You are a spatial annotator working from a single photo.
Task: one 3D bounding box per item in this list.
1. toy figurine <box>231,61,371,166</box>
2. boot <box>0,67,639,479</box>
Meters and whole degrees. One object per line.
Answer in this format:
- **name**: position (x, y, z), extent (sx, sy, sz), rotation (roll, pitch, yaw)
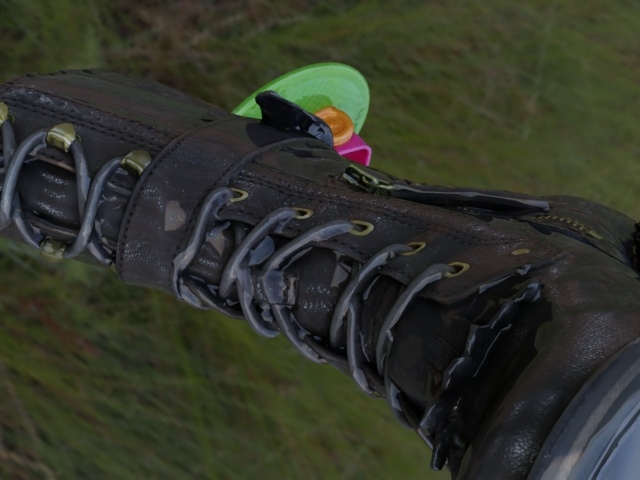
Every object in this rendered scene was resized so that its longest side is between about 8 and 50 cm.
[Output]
- **toy figurine**: position (0.000, 0.000, 0.997), extent (0.173, 0.159, 0.130), rotation (-24, 150, -25)
- **boot**: position (-0.008, 0.013, 0.462), extent (0.263, 0.229, 0.091), rotation (-33, 141, -74)
